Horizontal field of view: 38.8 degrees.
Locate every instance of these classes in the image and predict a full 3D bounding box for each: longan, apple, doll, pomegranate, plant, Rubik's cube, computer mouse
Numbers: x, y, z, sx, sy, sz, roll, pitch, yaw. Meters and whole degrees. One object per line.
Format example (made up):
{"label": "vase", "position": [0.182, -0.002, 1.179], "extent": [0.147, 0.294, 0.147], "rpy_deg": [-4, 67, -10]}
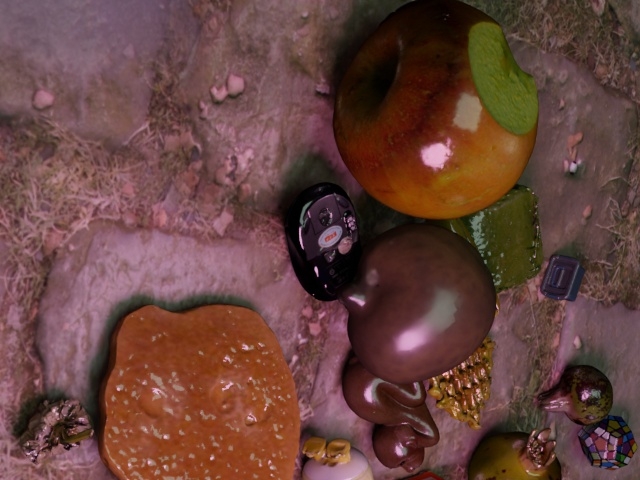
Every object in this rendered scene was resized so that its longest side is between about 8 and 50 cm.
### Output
{"label": "longan", "position": [0.167, 0.115, 1.639], "extent": [0.300, 0.243, 0.300], "rpy_deg": [2, 85, -21]}
{"label": "apple", "position": [0.219, -0.225, 1.620], "extent": [0.374, 0.374, 0.384], "rpy_deg": [26, 88, -31]}
{"label": "doll", "position": [0.043, 0.503, 1.728], "extent": [0.117, 0.141, 0.296], "rpy_deg": [-44, 126, -63]}
{"label": "pomegranate", "position": [0.414, 0.474, 1.906], "extent": [0.198, 0.198, 0.246], "rpy_deg": [-9, 116, -30]}
{"label": "plant", "position": [-0.407, 0.312, 1.446], "extent": [0.116, 0.122, 0.104], "rpy_deg": [-56, 130, -22]}
{"label": "Rubik's cube", "position": [0.664, 0.467, 2.107], "extent": [0.133, 0.133, 0.112], "rpy_deg": [29, 55, -30]}
{"label": "computer mouse", "position": [0.000, 0.000, 1.663], "extent": [0.137, 0.096, 0.233], "rpy_deg": [-26, 120, -24]}
{"label": "pomegranate", "position": [0.575, 0.347, 2.051], "extent": [0.125, 0.163, 0.138], "rpy_deg": [-60, 147, -56]}

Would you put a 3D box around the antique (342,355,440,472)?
{"label": "antique", "position": [0.133, 0.330, 1.768], "extent": [0.143, 0.121, 0.257], "rpy_deg": [-29, 108, -25]}

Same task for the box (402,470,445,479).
{"label": "box", "position": [0.174, 0.559, 1.834], "extent": [0.182, 0.099, 0.133], "rpy_deg": [-12, 104, -31]}

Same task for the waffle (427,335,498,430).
{"label": "waffle", "position": [0.277, 0.244, 1.835], "extent": [0.254, 0.052, 0.245], "rpy_deg": [43, 47, -37]}

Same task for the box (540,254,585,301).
{"label": "box", "position": [0.541, 0.088, 2.016], "extent": [0.054, 0.074, 0.099], "rpy_deg": [27, 81, -45]}

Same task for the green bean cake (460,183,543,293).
{"label": "green bean cake", "position": [0.350, -0.003, 1.862], "extent": [0.200, 0.113, 0.214], "rpy_deg": [-20, 108, -25]}

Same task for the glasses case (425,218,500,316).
{"label": "glasses case", "position": [0.277, 0.048, 1.756], "extent": [0.064, 0.079, 0.234], "rpy_deg": [-32, 99, -44]}

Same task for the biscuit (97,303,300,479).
{"label": "biscuit", "position": [-0.200, 0.299, 1.550], "extent": [0.365, 0.062, 0.385], "rpy_deg": [5, 74, -31]}
